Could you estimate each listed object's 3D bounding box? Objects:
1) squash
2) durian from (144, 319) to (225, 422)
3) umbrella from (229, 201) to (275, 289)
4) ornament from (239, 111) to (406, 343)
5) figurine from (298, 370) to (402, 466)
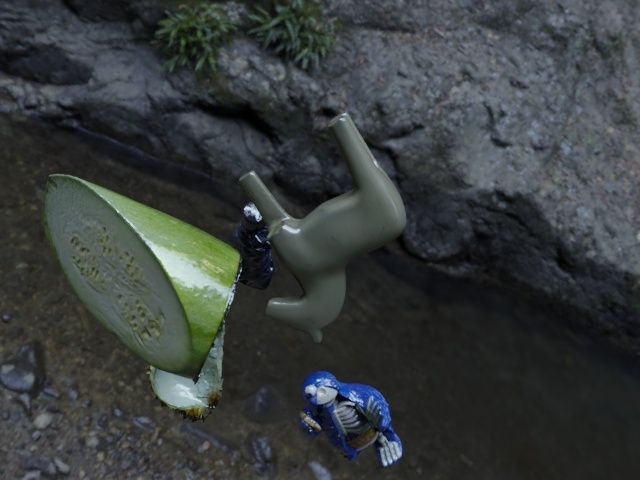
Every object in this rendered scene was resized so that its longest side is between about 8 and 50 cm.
[{"bbox_3d":[-0.242,0.046,0.815,0.260,0.189,0.189,23,36,-13],"label":"squash"},{"bbox_3d":[-0.251,0.234,1.257,0.139,0.252,0.144,7,8,15],"label":"durian"},{"bbox_3d":[-0.103,0.000,1.021,0.080,0.224,0.071,22,65,4],"label":"umbrella"},{"bbox_3d":[0.000,0.000,0.847,0.245,0.230,0.061,58,13,-14],"label":"ornament"},{"bbox_3d":[0.043,0.283,1.116,0.164,0.262,0.121,-2,53,15],"label":"figurine"}]
